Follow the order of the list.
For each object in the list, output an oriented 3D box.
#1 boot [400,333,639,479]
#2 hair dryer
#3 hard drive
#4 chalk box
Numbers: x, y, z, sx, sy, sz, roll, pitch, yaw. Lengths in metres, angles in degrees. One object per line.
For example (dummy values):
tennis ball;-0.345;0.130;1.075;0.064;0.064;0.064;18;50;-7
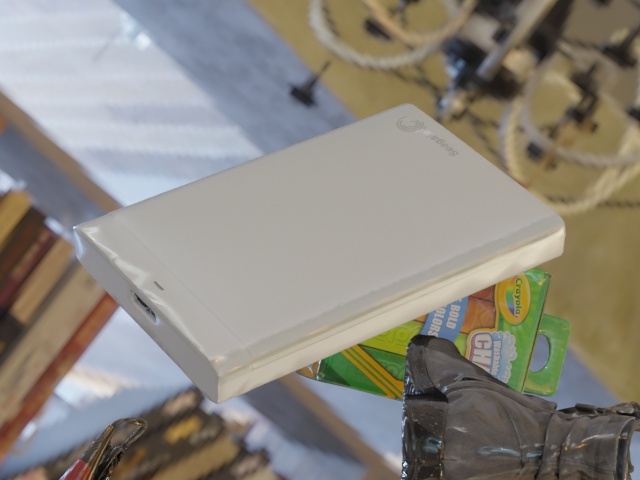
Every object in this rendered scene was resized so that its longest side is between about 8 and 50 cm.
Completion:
boot;0.188;0.174;1.751;0.223;0.118;0.338;2;14;3
hair dryer;-0.302;0.305;1.928;0.080;0.293;0.223;19;-67;28
hard drive;0.000;0.000;1.379;0.203;0.307;0.040;41;-37;41
chalk box;0.140;0.100;2.049;0.289;0.180;0.179;14;-3;-9
